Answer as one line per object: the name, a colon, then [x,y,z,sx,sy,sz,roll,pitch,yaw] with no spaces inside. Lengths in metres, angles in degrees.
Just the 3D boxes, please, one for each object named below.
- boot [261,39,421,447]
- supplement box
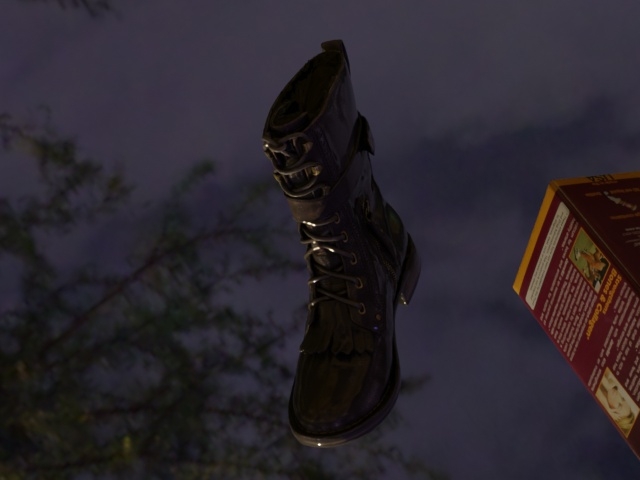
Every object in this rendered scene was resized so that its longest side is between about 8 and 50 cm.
boot: [0.000,0.000,1.072,0.091,0.229,0.263,-4,-138,21]
supplement box: [0.220,0.049,0.946,0.081,0.104,0.188,-7,-138,-24]
